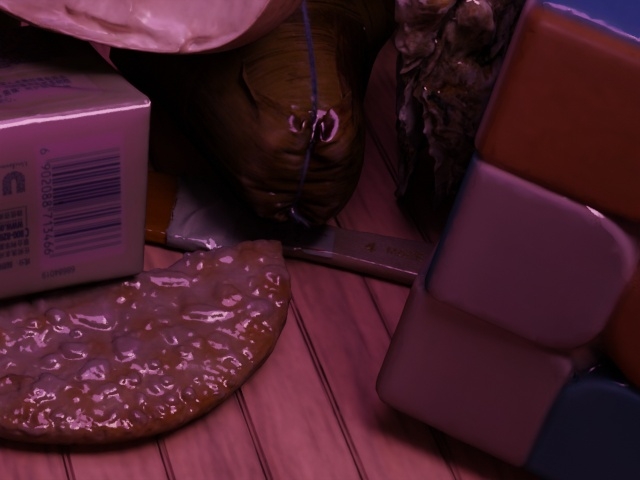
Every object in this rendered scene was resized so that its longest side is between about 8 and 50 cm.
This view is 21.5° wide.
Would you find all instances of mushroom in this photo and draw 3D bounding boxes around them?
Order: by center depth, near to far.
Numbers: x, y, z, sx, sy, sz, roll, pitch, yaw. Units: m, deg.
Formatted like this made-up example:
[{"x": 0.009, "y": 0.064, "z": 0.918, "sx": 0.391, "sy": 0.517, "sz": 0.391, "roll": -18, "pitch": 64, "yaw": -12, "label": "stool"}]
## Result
[{"x": -0.118, "y": -0.230, "z": 1.162, "sx": 0.254, "sy": 0.195, "sz": 0.189, "roll": 10, "pitch": 7, "yaw": 4, "label": "mushroom"}]

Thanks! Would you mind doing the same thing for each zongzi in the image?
[{"x": 0.016, "y": -0.132, "z": 1.321, "sx": 0.300, "sy": 0.138, "sz": 0.286, "roll": -7, "pitch": 38, "yaw": -32, "label": "zongzi"}]

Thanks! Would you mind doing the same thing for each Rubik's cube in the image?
[{"x": 0.282, "y": -0.034, "z": 1.107, "sx": 0.347, "sy": 0.344, "sz": 0.346, "roll": 25, "pitch": 41, "yaw": 6, "label": "Rubik's cube"}]

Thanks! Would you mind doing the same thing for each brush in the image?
[{"x": 0.000, "y": 0.000, "z": 1.255, "sx": 0.337, "sy": 0.020, "sz": 0.085, "roll": 12, "pitch": 42, "yaw": -2, "label": "brush"}]

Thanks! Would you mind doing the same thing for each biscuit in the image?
[{"x": -0.133, "y": 0.078, "z": 1.122, "sx": 0.290, "sy": 0.038, "sz": 0.141, "roll": -12, "pitch": 46, "yaw": -24, "label": "biscuit"}]

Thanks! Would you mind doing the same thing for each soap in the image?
[{"x": -0.235, "y": -0.055, "z": 1.147, "sx": 0.199, "sy": 0.138, "sz": 0.182, "roll": -11, "pitch": 31, "yaw": -24, "label": "soap"}]

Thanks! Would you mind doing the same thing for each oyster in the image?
[{"x": 0.098, "y": -0.139, "z": 1.252, "sx": 0.112, "sy": 0.267, "sz": 0.198, "roll": 22, "pitch": 52, "yaw": 10, "label": "oyster"}]

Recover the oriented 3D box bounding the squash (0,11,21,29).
[{"x": -0.333, "y": -0.308, "z": 1.246, "sx": 0.263, "sy": 0.384, "sz": 0.263, "roll": 8, "pitch": 40, "yaw": -7, "label": "squash"}]
